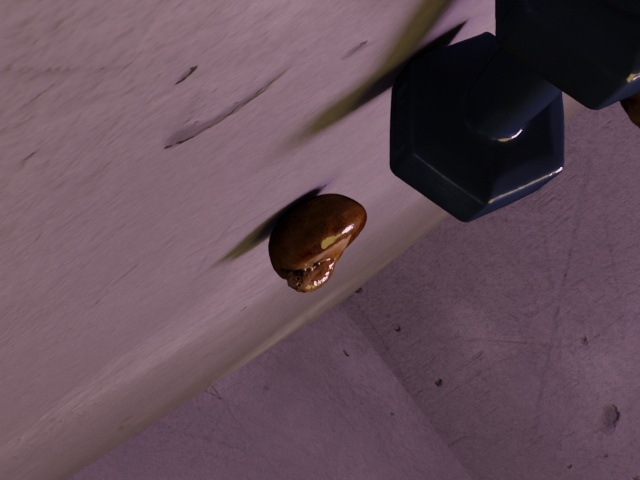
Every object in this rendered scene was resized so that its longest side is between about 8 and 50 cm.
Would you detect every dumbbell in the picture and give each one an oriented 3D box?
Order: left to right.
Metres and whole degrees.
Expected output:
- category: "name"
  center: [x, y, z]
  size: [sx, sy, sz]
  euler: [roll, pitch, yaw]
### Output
- category: "dumbbell"
  center: [0.160, -0.130, 0.897]
  size: [0.160, 0.144, 0.325]
  euler: [-25, 170, -21]

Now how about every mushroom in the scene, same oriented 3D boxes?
- category: "mushroom"
  center: [0.000, 0.000, 1.286]
  size: [0.127, 0.087, 0.127]
  euler: [-33, 175, -3]

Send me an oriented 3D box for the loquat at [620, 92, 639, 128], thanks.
- category: "loquat"
  center: [0.525, -0.236, 1.482]
  size: [0.328, 0.328, 0.328]
  euler: [-37, 174, -4]
